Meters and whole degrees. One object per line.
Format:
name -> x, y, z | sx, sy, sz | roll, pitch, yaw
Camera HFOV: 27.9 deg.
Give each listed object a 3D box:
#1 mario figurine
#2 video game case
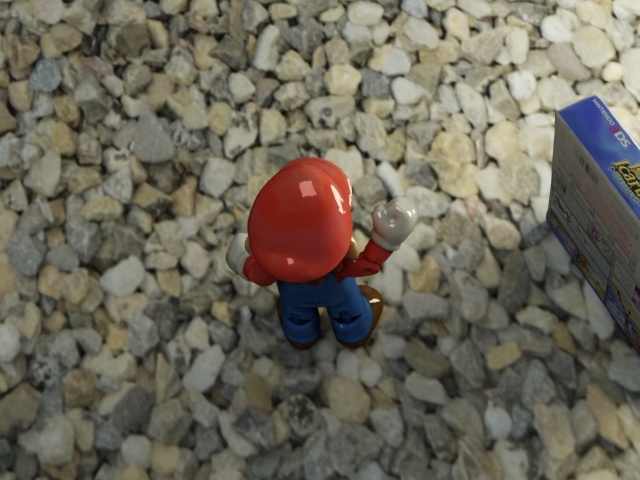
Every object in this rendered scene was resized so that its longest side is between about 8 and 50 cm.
mario figurine -> 0.000, 0.000, 1.491 | 0.198, 0.320, 0.170 | -31, 62, -11
video game case -> 0.359, 0.003, 1.489 | 0.061, 0.244, 0.269 | -25, 61, -9
